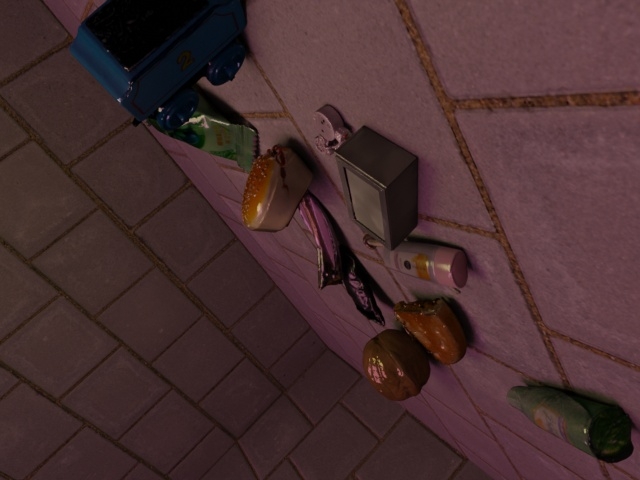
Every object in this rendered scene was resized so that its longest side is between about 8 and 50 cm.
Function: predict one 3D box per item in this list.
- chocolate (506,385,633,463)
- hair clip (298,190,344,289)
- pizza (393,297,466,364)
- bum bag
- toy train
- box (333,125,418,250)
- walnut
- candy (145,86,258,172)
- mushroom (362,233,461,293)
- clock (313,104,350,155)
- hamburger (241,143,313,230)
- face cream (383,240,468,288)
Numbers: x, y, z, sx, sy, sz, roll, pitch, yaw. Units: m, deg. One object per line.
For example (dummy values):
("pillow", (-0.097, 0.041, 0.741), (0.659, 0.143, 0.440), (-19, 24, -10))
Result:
("chocolate", (0.511, 0.373, 0.997), (0.110, 0.110, 0.291), (48, 168, -5))
("hair clip", (0.002, 0.000, 1.419), (0.110, 0.095, 0.359), (-105, 2, -64))
("pizza", (0.290, 0.219, 1.228), (0.228, 0.081, 0.289), (26, 155, 39))
("bum bag", (0.125, 0.150, 1.519), (0.310, 0.074, 0.137), (63, 164, -8))
("toy train", (-0.298, -0.369, 0.893), (0.188, 0.300, 0.265), (45, 176, 3))
("box", (0.112, -0.093, 0.899), (0.129, 0.086, 0.225), (39, 164, 28))
("walnut", (0.264, 0.435, 1.606), (0.261, 0.225, 0.225), (56, 163, -18))
("candy", (-0.369, -0.355, 1.428), (0.398, 0.172, 0.263), (32, 168, 5))
("mushroom", (0.204, 0.037, 1.085), (0.306, 0.043, 0.068), (29, 169, 49))
("clock", (0.019, -0.211, 0.933), (0.087, 0.041, 0.129), (47, 161, 12))
("hamburger", (-0.134, -0.131, 1.233), (0.151, 0.227, 0.295), (26, 168, -17))
("face cream", (0.217, 0.045, 0.975), (0.198, 0.057, 0.084), (12, 117, 56))
